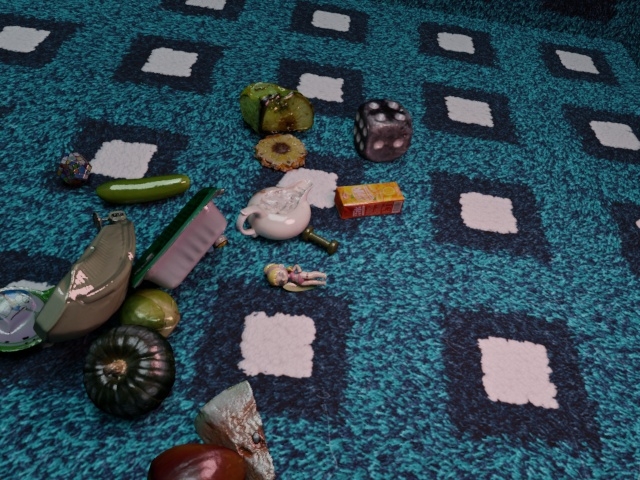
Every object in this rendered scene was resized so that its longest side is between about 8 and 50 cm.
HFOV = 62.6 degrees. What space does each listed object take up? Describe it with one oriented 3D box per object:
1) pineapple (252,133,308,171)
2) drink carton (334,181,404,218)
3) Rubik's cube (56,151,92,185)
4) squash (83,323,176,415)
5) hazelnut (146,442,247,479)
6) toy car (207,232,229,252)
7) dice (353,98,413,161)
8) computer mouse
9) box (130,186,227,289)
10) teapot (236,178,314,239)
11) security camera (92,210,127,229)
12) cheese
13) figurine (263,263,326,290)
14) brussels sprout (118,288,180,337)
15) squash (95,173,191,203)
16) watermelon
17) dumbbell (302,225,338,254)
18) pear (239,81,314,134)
[{"bbox_3d":[-0.148,-0.333,1.952,0.221,0.047,0.221,4,46,-4],"label":"pineapple"},{"bbox_3d":[0.166,-0.139,1.807,0.222,0.071,0.096,-7,49,-15],"label":"drink carton"},{"bbox_3d":[-0.799,-0.231,1.712,0.093,0.111,0.111,25,41,-26],"label":"Rubik's cube"},{"bbox_3d":[-0.440,0.300,1.222,0.218,0.172,0.218,8,57,-13],"label":"squash"},{"bbox_3d":[-0.245,0.500,1.065,0.208,0.208,0.208,5,47,-5],"label":"hazelnut"},{"bbox_3d":[-0.362,0.001,1.591,0.161,0.098,0.126,-40,79,-8],"label":"toy car"},{"bbox_3d":[0.233,-0.419,2.005,0.183,0.181,0.182,-6,47,-14],"label":"dice"},{"bbox_3d":[-0.558,0.108,1.330,0.145,0.228,0.429,30,28,-14],"label":"computer mouse"},{"bbox_3d":[-0.373,0.007,1.440,0.106,0.264,0.337,41,80,-20],"label":"box"},{"bbox_3d":[-0.139,-0.091,1.663,0.204,0.139,0.298,38,52,22],"label":"teapot"},{"bbox_3d":[-0.645,-0.069,1.621,0.092,0.058,0.058,-19,53,-35],"label":"security camera"},{"bbox_3d":[-0.737,0.179,1.346,0.320,0.083,0.204,-25,59,-42],"label":"cheese"},{"bbox_3d":[-0.076,0.105,1.542,0.187,0.083,0.083,3,47,2],"label":"figurine"},{"bbox_3d":[-0.440,0.193,1.360,0.155,0.117,0.155,22,35,-16],"label":"brussels sprout"},{"bbox_3d":[-0.565,-0.163,1.697,0.292,0.082,0.082,-9,49,-20],"label":"squash"},{"bbox_3d":[-0.180,0.452,1.196,0.154,0.094,0.241,-27,59,-21],"label":"watermelon"},{"bbox_3d":[0.000,0.000,1.661,0.118,0.052,0.046,30,25,17],"label":"dumbbell"},{"bbox_3d":[-0.176,-0.525,2.034,0.238,0.164,0.255,-12,35,-27],"label":"pear"}]
